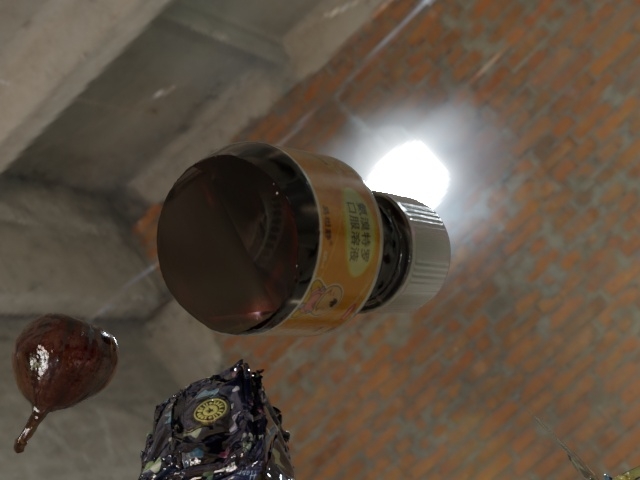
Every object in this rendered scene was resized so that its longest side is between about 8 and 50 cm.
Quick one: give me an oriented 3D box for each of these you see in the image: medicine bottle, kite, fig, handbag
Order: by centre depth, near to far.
[{"bbox_3d":[-0.119,0.231,1.302,0.162,0.113,0.260,-26,19,6],"label":"handbag"},{"bbox_3d":[0.327,0.293,1.444,0.015,0.141,0.245,-39,-47,-1],"label":"kite"},{"bbox_3d":[0.000,0.000,1.528,0.395,0.242,0.242,-2,-44,-53],"label":"medicine bottle"},{"bbox_3d":[-0.401,0.190,1.788,0.148,0.149,0.202,-30,10,33],"label":"fig"}]

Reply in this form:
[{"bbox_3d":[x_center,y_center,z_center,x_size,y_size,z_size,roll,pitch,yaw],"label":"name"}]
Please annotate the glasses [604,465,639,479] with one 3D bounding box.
[{"bbox_3d":[0.606,0.412,2.124,0.239,0.102,0.207,32,-107,-39],"label":"glasses"}]
